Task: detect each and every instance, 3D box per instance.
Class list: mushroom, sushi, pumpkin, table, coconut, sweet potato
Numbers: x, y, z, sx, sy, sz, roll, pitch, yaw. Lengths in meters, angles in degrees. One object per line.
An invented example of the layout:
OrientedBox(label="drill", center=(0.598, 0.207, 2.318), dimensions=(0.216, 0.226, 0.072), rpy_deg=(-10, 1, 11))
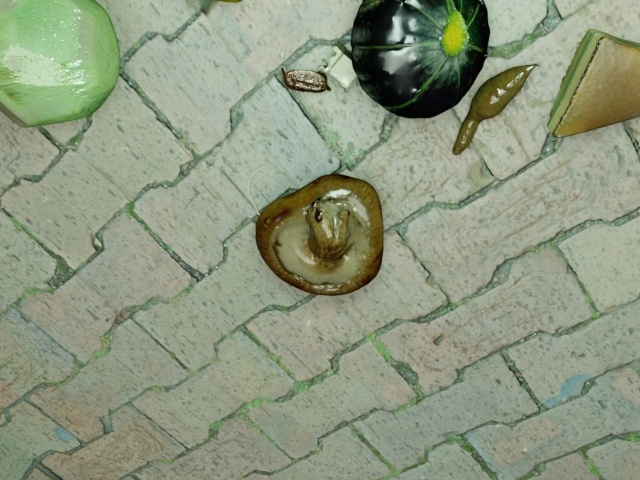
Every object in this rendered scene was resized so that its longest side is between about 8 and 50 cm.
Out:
OrientedBox(label="mushroom", center=(0.000, 0.000, 1.413), dimensions=(0.345, 0.260, 0.345), rpy_deg=(4, 121, 6))
OrientedBox(label="sushi", center=(-0.031, -0.362, 1.320), dimensions=(0.120, 0.055, 0.052), rpy_deg=(3, 111, -7))
OrientedBox(label="pumpkin", center=(0.184, -0.396, 1.175), dimensions=(0.295, 0.296, 0.296), rpy_deg=(3, 122, 5))
OrientedBox(label="table", center=(0.048, -0.384, 1.279), dimensions=(0.083, 0.079, 0.062), rpy_deg=(38, 117, -13))
OrientedBox(label="coconut", center=(-0.605, -0.399, 1.238), dimensions=(0.328, 0.281, 0.328), rpy_deg=(2, 114, 4))
OrientedBox(label="sweet potato", center=(0.368, -0.302, 1.295), dimensions=(0.074, 0.075, 0.269), rpy_deg=(29, 129, -10))

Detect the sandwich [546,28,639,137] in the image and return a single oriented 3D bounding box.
OrientedBox(label="sandwich", center=(0.613, -0.309, 1.233), dimensions=(0.186, 0.108, 0.220), rpy_deg=(17, 120, -2))

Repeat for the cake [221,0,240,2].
OrientedBox(label="cake", center=(-0.195, -0.599, 1.121), dimensions=(0.156, 0.179, 0.261), rpy_deg=(9, 121, 3))
